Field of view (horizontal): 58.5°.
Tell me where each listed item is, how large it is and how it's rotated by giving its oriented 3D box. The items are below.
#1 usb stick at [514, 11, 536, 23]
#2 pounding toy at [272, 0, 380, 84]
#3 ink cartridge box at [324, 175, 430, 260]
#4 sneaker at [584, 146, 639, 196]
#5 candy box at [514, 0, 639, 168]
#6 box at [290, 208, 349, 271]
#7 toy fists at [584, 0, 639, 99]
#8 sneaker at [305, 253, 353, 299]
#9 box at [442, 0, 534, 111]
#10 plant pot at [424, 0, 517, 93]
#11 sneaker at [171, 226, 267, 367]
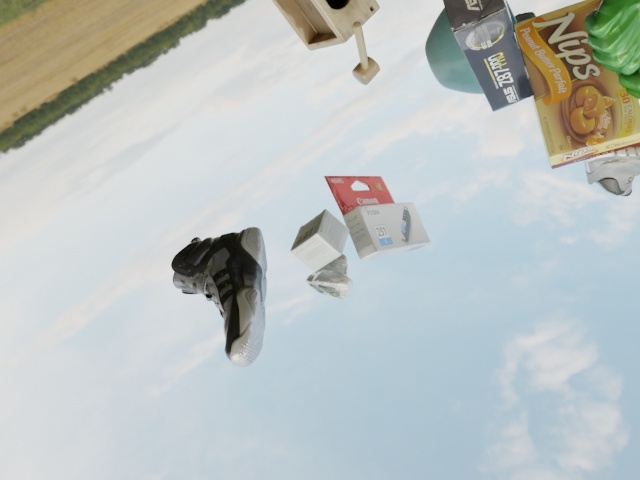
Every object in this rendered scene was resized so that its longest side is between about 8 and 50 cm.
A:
[{"bbox_3d":[0.664,-0.597,1.818,0.077,0.277,0.045,-4,166,8],"label":"usb stick"},{"bbox_3d":[0.037,-0.345,0.868,0.094,0.206,0.181,-47,-153,-10],"label":"pounding toy"},{"bbox_3d":[0.168,-0.085,1.629,0.066,0.261,0.296,-32,166,37],"label":"ink cartridge box"},{"bbox_3d":[0.690,-0.160,1.231,0.229,0.132,0.086,-2,-146,28],"label":"sneaker"},{"bbox_3d":[0.533,-0.328,1.188,0.183,0.088,0.316,-14,-105,20],"label":"candy box"},{"bbox_3d":[0.000,0.000,1.390,0.101,0.087,0.102,-35,-158,37],"label":"box"},{"bbox_3d":[0.567,-0.341,1.007,0.096,0.279,0.142,38,-77,54],"label":"toy fists"},{"bbox_3d":[0.034,0.082,1.483,0.115,0.090,0.232,-57,-164,-10],"label":"sneaker"},{"bbox_3d":[0.270,-0.475,1.039,0.097,0.318,0.394,-19,-108,21],"label":"box"},{"bbox_3d":[0.384,-0.491,1.456,0.196,0.290,0.290,-20,-153,35],"label":"plant pot"},{"bbox_3d":[-0.170,0.091,0.947,0.153,0.101,0.268,-3,-132,2],"label":"sneaker"}]
